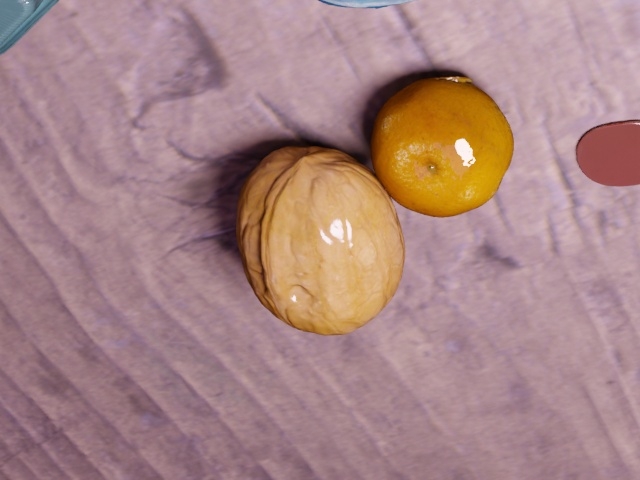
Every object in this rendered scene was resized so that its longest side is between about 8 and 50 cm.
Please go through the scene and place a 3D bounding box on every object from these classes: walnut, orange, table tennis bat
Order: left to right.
[{"bbox_3d":[0.000,0.000,1.928,0.193,0.193,0.226,1,136,10],"label":"walnut"},{"bbox_3d":[0.131,-0.101,1.855,0.154,0.134,0.155,7,112,17],"label":"orange"},{"bbox_3d":[0.357,-0.098,1.889,0.156,0.013,0.087,-7,128,19],"label":"table tennis bat"}]

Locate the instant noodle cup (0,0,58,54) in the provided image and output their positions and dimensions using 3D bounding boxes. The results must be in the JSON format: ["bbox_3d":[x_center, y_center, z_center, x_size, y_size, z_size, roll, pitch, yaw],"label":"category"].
[{"bbox_3d":[-0.375,-0.271,1.827,0.179,0.070,0.157,39,126,-22],"label":"instant noodle cup"}]

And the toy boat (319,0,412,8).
[{"bbox_3d":[0.082,-0.279,1.722,0.237,0.109,0.098,-5,165,15],"label":"toy boat"}]
